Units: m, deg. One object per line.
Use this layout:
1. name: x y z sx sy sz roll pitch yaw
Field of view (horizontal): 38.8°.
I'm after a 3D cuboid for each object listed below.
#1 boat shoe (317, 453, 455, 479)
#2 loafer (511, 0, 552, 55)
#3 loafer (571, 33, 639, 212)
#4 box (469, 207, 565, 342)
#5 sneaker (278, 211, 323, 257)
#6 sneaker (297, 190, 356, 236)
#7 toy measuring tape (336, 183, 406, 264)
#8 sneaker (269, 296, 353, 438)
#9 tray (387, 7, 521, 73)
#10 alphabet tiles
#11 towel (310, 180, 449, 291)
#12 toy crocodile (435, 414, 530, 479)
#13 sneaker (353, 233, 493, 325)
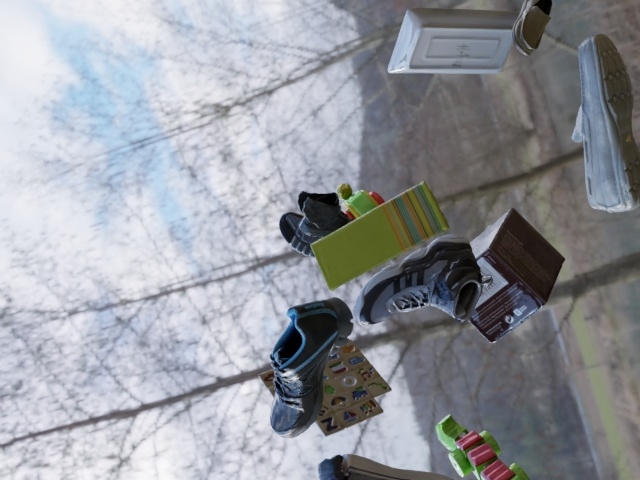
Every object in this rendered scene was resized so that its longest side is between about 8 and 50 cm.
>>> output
1. boat shoe: 0.138 0.514 1.695 0.341 0.127 0.158 20 -127 -28
2. loafer: 0.401 -0.413 1.712 0.056 0.050 0.148 29 -121 -22
3. loafer: 0.498 -0.204 1.621 0.112 0.111 0.319 -19 -79 -43
4. box: 0.388 0.073 1.932 0.167 0.168 0.203 44 -142 -1
5. sneaker: 0.000 0.000 2.271 0.229 0.086 0.132 35 -167 -1
6. sneaker: 0.023 -0.051 1.731 0.170 0.089 0.051 1 -143 -34
7. toy measuring tape: 0.147 -0.020 2.221 0.330 0.121 0.121 51 -172 16
8. sneaker: -0.056 0.263 1.873 0.140 0.340 0.125 0 -152 -39
9. tray: 0.271 -0.381 1.773 0.145 0.270 0.030 108 147 -41
10. alphabet tiles: 0.010 0.380 2.421 0.342 0.285 0.011 47 150 47
11. towel: 0.101 -0.006 1.580 0.021 0.237 0.102 37 -153 -59
12. toy crocodile: 0.387 0.523 2.106 0.340 0.115 0.105 46 163 57
13. sneaker: 0.197 0.106 1.734 0.101 0.269 0.153 56 -179 -44
